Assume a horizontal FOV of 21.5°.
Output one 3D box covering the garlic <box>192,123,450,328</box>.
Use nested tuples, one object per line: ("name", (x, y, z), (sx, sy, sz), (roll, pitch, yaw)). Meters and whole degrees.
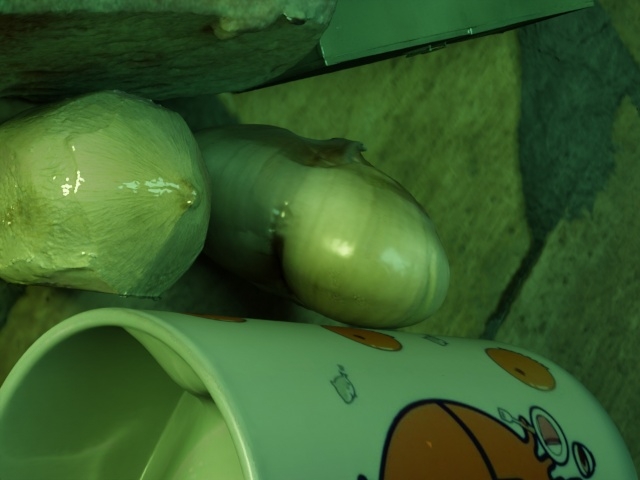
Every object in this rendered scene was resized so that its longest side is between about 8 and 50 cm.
("garlic", (-0.002, -0.010, 0.919), (0.124, 0.174, 0.099), (14, 97, -56))

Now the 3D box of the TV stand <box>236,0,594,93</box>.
("TV stand", (0.055, -0.159, 1.047), (0.269, 0.083, 0.088), (-17, 92, -44))

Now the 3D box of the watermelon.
("watermelon", (-0.091, -0.165, 0.830), (0.387, 0.228, 0.258), (-55, 129, -30))

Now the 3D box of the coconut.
("coconut", (-0.105, -0.018, 0.827), (0.110, 0.124, 0.110), (0, 89, -45))

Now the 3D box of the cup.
("cup", (0.010, 0.146, 0.856), (0.317, 0.212, 0.212), (6, 78, -46))
